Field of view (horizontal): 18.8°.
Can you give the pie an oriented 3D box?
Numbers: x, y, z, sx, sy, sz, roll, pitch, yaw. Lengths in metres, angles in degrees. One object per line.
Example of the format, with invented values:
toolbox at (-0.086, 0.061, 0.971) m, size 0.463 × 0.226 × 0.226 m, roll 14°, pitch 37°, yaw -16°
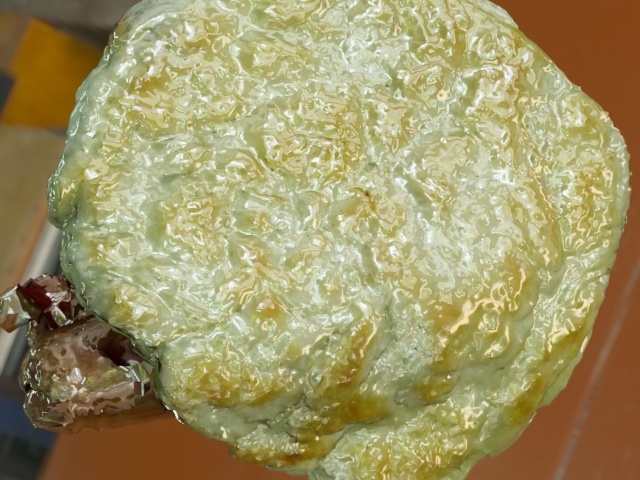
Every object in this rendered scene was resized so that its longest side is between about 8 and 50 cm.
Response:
pie at (0.005, -0.008, 0.904) m, size 0.105 × 0.274 × 0.257 m, roll -171°, pitch 97°, yaw -77°
